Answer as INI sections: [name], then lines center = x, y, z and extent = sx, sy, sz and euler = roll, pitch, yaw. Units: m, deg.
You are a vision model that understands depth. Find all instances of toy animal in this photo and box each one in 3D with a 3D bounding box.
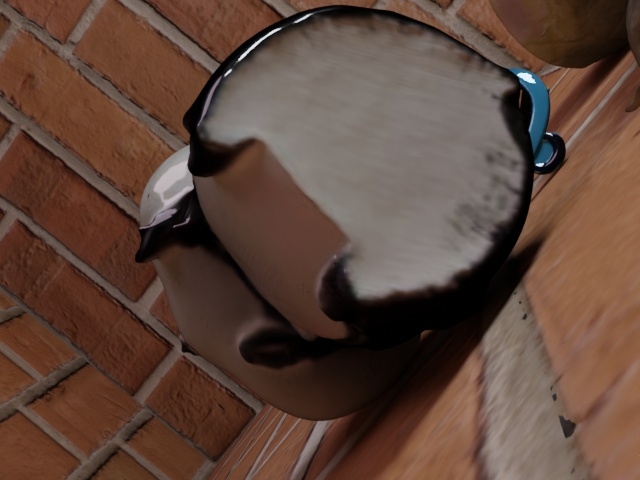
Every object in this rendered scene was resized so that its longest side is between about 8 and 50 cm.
[toy animal]
center = 0.000, 0.000, 0.645
extent = 0.251, 0.251, 0.310
euler = -50, 1, -28

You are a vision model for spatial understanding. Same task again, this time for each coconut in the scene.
[coconut]
center = 0.274, -0.300, 0.923
extent = 0.237, 0.197, 0.237
euler = -53, 3, 4

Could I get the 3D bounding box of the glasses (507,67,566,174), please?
[glasses]
center = 0.125, -0.049, 0.813
extent = 0.239, 0.102, 0.207
euler = -52, -2, 11

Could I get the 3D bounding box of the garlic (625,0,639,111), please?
[garlic]
center = 0.191, -0.124, 0.448
extent = 0.084, 0.066, 0.152
euler = -53, 0, 0
